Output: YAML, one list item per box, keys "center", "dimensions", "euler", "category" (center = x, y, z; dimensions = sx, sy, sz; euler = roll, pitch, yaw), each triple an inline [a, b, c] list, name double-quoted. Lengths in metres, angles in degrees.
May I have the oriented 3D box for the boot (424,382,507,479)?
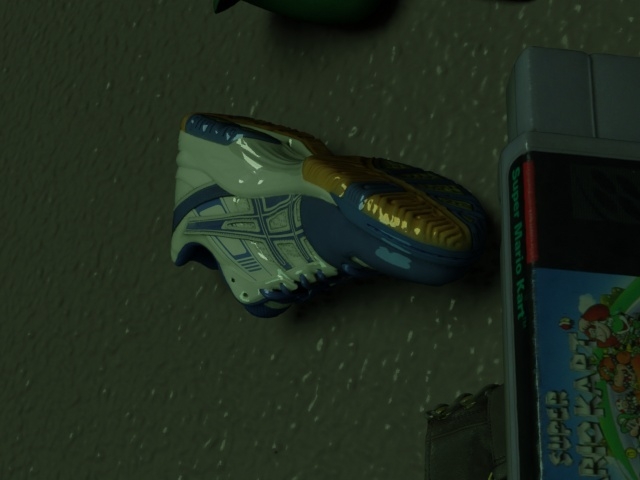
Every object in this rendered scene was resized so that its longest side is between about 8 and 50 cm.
- center: [0.144, 0.077, 0.917]
  dimensions: [0.229, 0.091, 0.263]
  euler: [-29, 45, 41]
  category: "boot"

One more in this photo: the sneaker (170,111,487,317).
- center: [0.000, 0.000, 1.105]
  dimensions: [0.296, 0.111, 0.131]
  euler: [23, 104, 50]
  category: "sneaker"

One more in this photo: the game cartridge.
- center: [0.202, 0.073, 0.767]
  dimensions: [0.068, 0.230, 0.355]
  euler: [120, 154, -61]
  category: "game cartridge"

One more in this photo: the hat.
- center: [0.039, -0.183, 1.199]
  dimensions: [0.173, 0.183, 0.208]
  euler: [-49, 2, 6]
  category: "hat"
